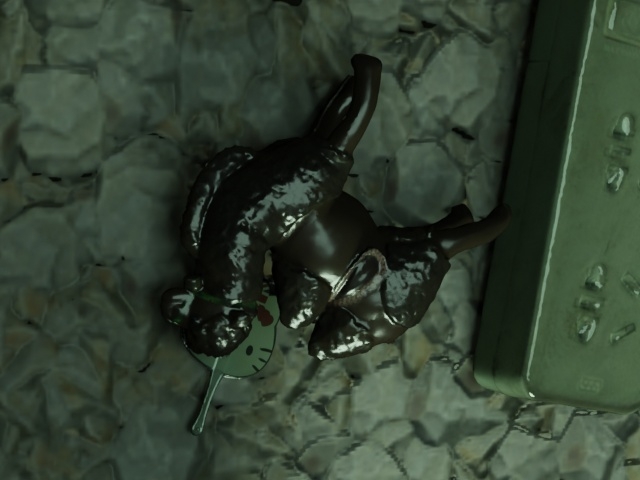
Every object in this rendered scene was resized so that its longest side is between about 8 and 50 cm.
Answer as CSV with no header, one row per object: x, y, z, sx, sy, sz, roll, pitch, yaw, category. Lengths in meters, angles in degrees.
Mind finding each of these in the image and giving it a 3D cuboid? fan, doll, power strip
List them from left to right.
-0.048,0.054,0.877,0.056,0.004,0.083,26,78,-33,fan
0.000,0.000,0.874,0.165,0.057,0.139,-49,117,-18,doll
0.150,-0.055,0.966,0.093,0.053,0.288,11,89,-32,power strip
